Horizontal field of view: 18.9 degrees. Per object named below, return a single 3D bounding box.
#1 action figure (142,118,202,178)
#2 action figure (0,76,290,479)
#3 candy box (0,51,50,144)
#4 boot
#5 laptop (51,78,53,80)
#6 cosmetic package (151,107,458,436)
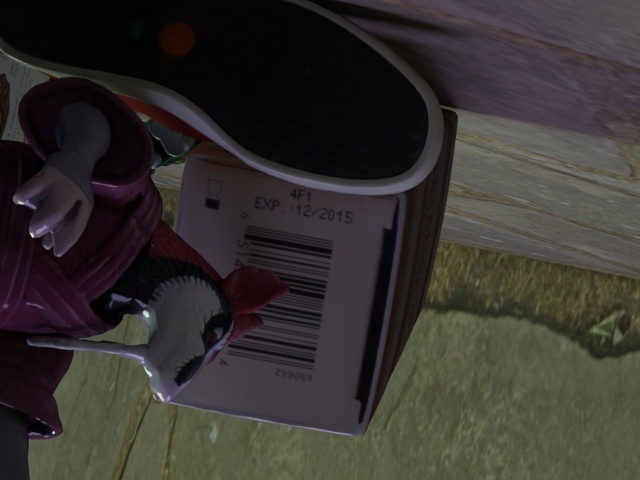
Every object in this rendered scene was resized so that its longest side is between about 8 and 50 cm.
[{"bbox_3d":[-0.128,-0.084,1.644,0.137,0.063,0.232,-23,-179,9],"label":"action figure"},{"bbox_3d":[-0.197,0.000,0.969,0.370,0.248,0.275,13,-150,-27],"label":"action figure"},{"bbox_3d":[-0.239,-0.083,1.168,0.070,0.164,0.196,12,178,16],"label":"candy box"},{"bbox_3d":[-0.049,-0.088,1.042,0.244,0.088,0.176,21,179,4],"label":"boot"},{"bbox_3d":[-0.419,-0.108,1.449,0.382,0.236,0.408,9,168,12],"label":"laptop"},{"bbox_3d":[0.000,0.000,1.185,0.129,0.153,0.296,10,-165,7],"label":"cosmetic package"}]
